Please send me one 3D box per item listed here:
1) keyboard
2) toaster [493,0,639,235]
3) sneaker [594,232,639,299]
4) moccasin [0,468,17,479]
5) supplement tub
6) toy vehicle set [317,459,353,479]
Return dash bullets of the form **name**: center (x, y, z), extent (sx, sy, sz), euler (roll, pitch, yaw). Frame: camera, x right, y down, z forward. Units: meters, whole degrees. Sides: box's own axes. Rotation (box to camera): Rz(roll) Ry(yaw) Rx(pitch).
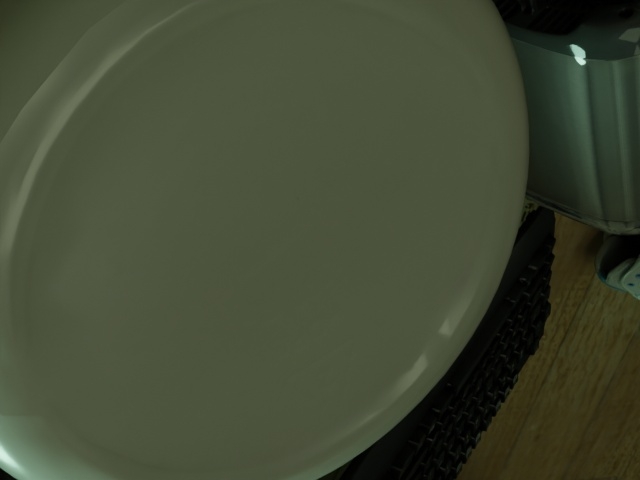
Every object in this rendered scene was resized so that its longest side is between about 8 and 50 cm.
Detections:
- **keyboard**: center (0.058, 0.136, 0.734), extent (0.317, 0.033, 0.201), euler (-48, 153, -41)
- **toaster**: center (0.149, -0.106, 0.628), extent (0.227, 0.129, 0.146), euler (-47, 142, -23)
- **sneaker**: center (0.218, 0.018, 0.839), extent (0.083, 0.071, 0.190), euler (-26, 125, -1)
- **moccasin**: center (-0.147, 0.078, 0.626), extent (0.139, 0.147, 0.380), euler (-36, 123, 22)
- **supplement tub**: center (-0.077, -0.052, 0.450), extent (0.191, 0.272, 0.191), euler (-15, 122, -26)
- **toy vehicle set**: center (0.000, 0.000, 0.630), extent (0.166, 0.035, 0.267), euler (44, 68, -43)
